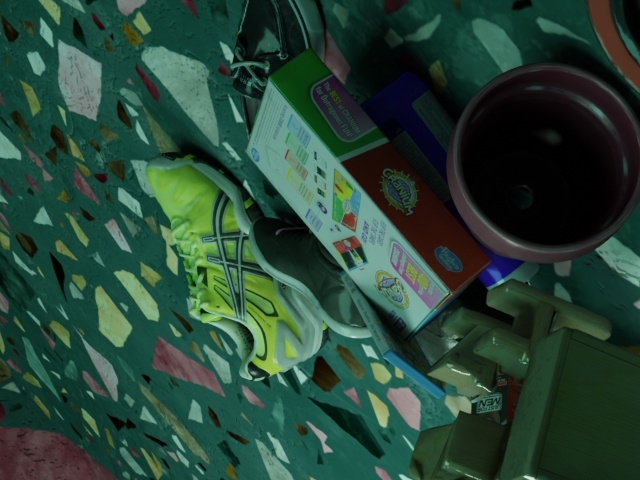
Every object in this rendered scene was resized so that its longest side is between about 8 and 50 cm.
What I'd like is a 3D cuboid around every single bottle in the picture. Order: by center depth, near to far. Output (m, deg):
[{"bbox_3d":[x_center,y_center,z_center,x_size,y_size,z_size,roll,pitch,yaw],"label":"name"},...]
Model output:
[{"bbox_3d":[0.149,-0.061,1.771,0.283,0.092,0.118,52,150,-2],"label":"bottle"}]

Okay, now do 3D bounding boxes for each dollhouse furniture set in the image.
[{"bbox_3d":[0.266,0.249,1.609,0.256,0.362,0.394,23,157,-11],"label":"dollhouse furniture set"}]

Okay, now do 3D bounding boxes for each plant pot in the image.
[{"bbox_3d":[0.224,-0.062,1.578,0.201,0.201,0.180,46,167,9],"label":"plant pot"}]

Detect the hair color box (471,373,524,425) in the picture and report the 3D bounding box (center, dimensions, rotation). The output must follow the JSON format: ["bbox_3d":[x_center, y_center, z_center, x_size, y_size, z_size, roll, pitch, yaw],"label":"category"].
[{"bbox_3d":[0.234,0.249,1.960,0.043,0.141,0.072,16,158,-35],"label":"hair color box"}]

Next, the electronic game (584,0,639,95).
[{"bbox_3d":[0.338,-0.203,1.381,0.229,0.048,0.229,35,148,26],"label":"electronic game"}]

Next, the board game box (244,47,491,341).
[{"bbox_3d":[0.046,-0.045,1.755,0.316,0.064,0.242,50,162,7],"label":"board game box"}]

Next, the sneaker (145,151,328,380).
[{"bbox_3d":[-0.146,0.036,2.252,0.384,0.147,0.145,53,153,-1],"label":"sneaker"}]

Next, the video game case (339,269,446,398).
[{"bbox_3d":[0.089,0.114,1.861,0.119,0.015,0.166,38,-165,-38],"label":"video game case"}]

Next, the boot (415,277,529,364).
[{"bbox_3d":[0.182,0.098,1.937,0.263,0.091,0.229,31,151,40],"label":"boot"}]

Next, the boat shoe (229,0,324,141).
[{"bbox_3d":[-0.065,-0.218,1.885,0.108,0.102,0.301,34,147,29],"label":"boat shoe"}]

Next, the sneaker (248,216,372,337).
[{"bbox_3d":[0.001,0.000,2.068,0.296,0.104,0.147,41,131,47],"label":"sneaker"}]
